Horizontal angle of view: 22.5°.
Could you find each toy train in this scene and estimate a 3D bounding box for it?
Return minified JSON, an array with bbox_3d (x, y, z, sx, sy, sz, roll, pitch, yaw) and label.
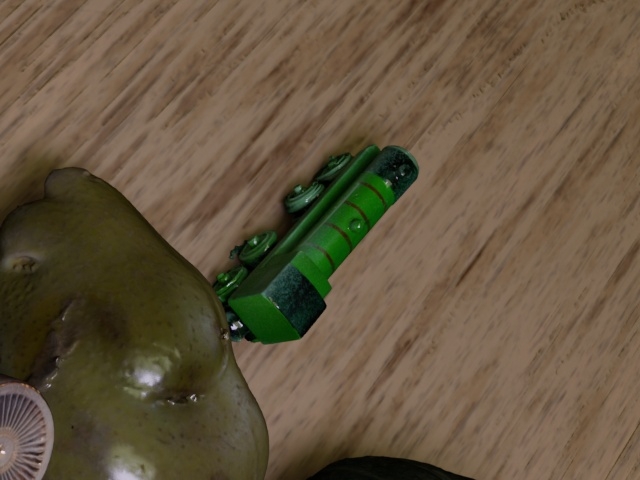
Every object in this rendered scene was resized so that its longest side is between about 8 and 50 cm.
[{"bbox_3d":[0.000,0.000,1.484,0.085,0.119,0.251,51,59,-17],"label":"toy train"}]

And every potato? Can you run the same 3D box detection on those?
[{"bbox_3d":[-0.172,0.108,1.300,0.218,0.202,0.351,-13,77,-25],"label":"potato"}]

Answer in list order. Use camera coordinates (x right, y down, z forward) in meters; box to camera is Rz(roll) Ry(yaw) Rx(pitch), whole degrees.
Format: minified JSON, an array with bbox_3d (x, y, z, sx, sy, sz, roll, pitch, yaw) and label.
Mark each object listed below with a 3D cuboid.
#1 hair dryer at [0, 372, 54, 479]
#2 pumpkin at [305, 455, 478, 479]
[{"bbox_3d":[-0.353,0.086,1.077,0.344,0.189,0.106,38,70,-52],"label":"hair dryer"},{"bbox_3d":[0.073,0.357,1.394,0.292,0.257,0.327,23,74,-38],"label":"pumpkin"}]
